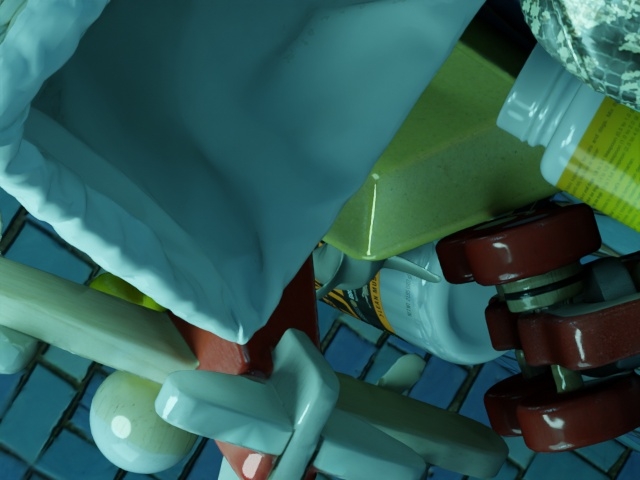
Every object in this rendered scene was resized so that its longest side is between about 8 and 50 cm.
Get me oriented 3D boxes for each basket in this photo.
[{"bbox_3d":[-0.103,-0.173,0.995,0.266,0.331,0.328,34,175,29],"label":"basket"}]

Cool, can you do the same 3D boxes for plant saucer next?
[{"bbox_3d":[0.024,-0.124,1.371,0.332,0.081,0.333,30,149,-28],"label":"plant saucer"}]

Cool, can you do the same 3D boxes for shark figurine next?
[{"bbox_3d":[0.008,-0.008,1.583,0.166,0.116,0.278,27,153,31],"label":"shark figurine"}]

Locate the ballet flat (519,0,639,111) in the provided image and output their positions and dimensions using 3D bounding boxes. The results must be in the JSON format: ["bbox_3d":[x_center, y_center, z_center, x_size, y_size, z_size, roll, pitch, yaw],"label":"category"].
[{"bbox_3d":[0.307,-0.050,0.658,0.483,0.164,0.182,27,152,5],"label":"ballet flat"}]

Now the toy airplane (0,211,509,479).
[{"bbox_3d":[-0.077,0.090,1.236,0.386,0.272,0.384,46,-148,12],"label":"toy airplane"}]

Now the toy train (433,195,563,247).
[{"bbox_3d":[0.086,-0.091,1.613,0.334,0.142,0.190,29,162,30],"label":"toy train"}]

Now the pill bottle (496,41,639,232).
[{"bbox_3d":[0.233,-0.064,1.169,0.215,0.117,0.117,29,173,7],"label":"pill bottle"}]

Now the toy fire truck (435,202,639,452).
[{"bbox_3d":[0.243,0.041,1.321,0.302,0.254,0.169,179,73,-84],"label":"toy fire truck"}]

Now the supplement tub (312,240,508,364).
[{"bbox_3d":[0.080,-0.007,1.893,0.338,0.207,0.207,23,170,46],"label":"supplement tub"}]
